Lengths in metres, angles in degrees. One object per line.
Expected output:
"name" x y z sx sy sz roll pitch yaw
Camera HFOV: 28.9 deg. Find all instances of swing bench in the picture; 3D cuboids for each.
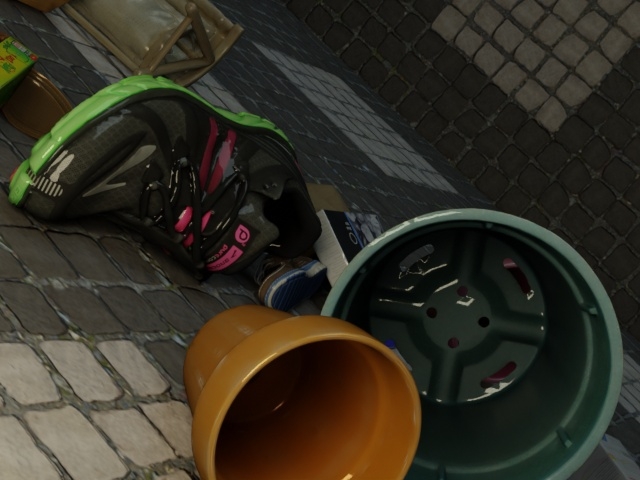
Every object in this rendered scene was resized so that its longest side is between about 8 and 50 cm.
"swing bench" -0.303 -0.397 2.121 0.253 0.165 0.255 42 10 11

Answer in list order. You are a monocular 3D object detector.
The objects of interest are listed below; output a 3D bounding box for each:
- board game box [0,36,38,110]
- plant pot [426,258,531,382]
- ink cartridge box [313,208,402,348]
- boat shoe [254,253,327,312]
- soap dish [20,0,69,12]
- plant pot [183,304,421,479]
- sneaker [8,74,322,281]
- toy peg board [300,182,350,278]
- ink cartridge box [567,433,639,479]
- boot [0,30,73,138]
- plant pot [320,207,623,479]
"board game box" -0.381 -0.168 1.400 0.043 0.092 0.181 38 15 -11
"plant pot" 0.257 0.105 2.003 0.201 0.201 0.180 32 2 -29
"ink cartridge box" 0.070 0.057 1.805 0.206 0.045 0.208 3 62 -66
"boat shoe" -0.052 0.052 1.638 0.066 0.066 0.183 29 11 13
"soap dish" -0.519 -0.493 1.947 0.291 0.118 0.229 49 18 30
"plant pot" -0.039 0.150 1.161 0.205 0.205 0.188 31 2 -30
"sneaker" -0.150 -0.061 1.459 0.483 0.185 0.202 0 49 -54
"toy peg board" 0.000 0.000 1.908 0.160 0.079 0.161 60 21 12
"ink cartridge box" 0.422 0.360 1.828 0.092 0.090 0.143 28 20 -36
"boot" -0.379 -0.208 1.567 0.197 0.073 0.152 40 11 -11
"plant pot" 0.174 0.117 1.529 0.341 0.341 0.334 40 8 -1
